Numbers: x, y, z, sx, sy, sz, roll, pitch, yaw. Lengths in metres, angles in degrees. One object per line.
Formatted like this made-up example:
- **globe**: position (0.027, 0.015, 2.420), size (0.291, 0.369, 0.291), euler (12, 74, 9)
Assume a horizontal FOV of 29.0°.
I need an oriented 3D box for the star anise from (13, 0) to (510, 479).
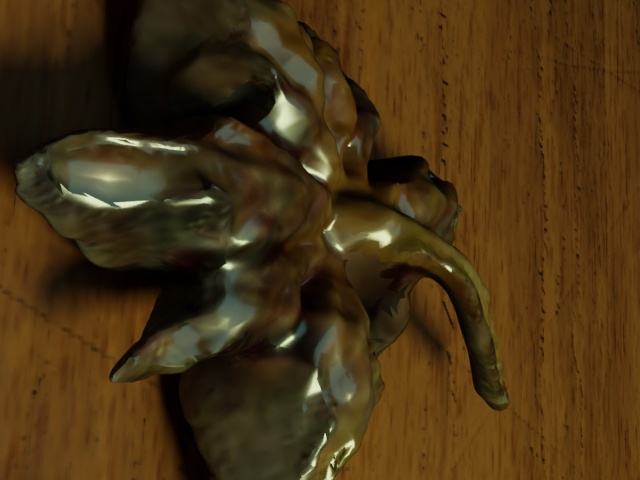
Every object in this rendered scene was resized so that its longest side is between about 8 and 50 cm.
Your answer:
- **star anise**: position (-0.002, 0.001, 0.602), size (0.292, 0.109, 0.349), euler (-44, 118, -41)
